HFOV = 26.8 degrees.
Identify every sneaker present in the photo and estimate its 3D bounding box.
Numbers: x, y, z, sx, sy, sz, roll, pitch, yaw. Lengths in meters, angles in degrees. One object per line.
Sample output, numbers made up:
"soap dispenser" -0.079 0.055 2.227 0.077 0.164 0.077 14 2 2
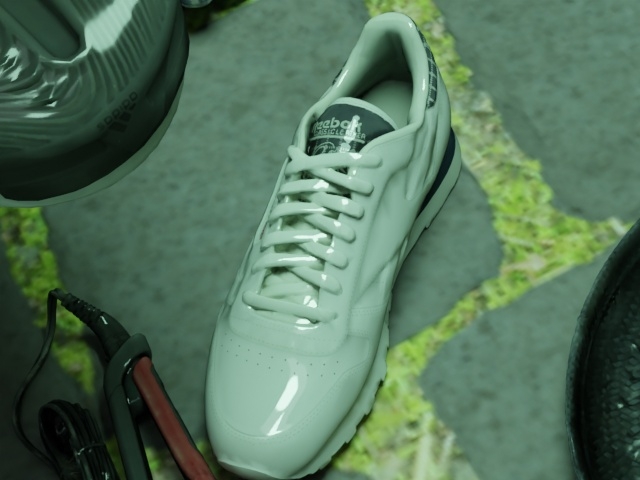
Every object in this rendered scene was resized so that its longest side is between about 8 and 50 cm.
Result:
"sneaker" -0.181 -0.093 0.611 0.447 0.257 0.169 31 72 36
"sneaker" 0.000 0.000 0.638 0.090 0.095 0.235 14 61 14

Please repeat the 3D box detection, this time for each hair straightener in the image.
"hair straightener" -0.092 0.113 0.602 0.089 0.047 0.230 -26 57 -10

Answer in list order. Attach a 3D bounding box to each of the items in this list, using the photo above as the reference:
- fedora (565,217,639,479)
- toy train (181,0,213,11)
"fedora" 0.259 0.023 0.542 0.334 0.152 0.334 -6 51 7
"toy train" -0.090 -0.210 0.803 0.105 0.080 0.184 -6 58 15
